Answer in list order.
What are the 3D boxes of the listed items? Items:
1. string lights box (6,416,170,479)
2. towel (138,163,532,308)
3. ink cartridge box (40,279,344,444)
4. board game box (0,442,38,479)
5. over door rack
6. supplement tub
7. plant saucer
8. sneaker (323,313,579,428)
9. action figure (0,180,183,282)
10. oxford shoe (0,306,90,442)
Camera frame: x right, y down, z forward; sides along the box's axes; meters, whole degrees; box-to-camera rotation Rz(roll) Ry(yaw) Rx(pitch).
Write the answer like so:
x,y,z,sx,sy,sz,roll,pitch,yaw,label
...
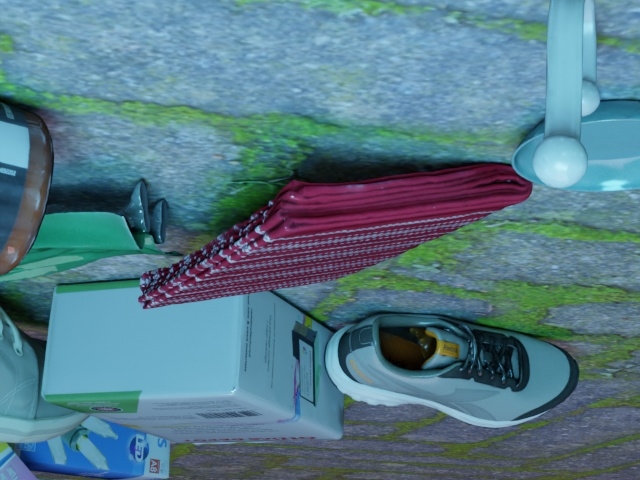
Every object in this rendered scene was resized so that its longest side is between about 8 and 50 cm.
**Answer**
x,y,z,sx,sy,sz,roll,pitch,yaw,label
-0.311,0.225,1.488,0.076,0.133,0.259,-17,155,41,string lights box
0.000,0.000,0.856,0.199,0.031,0.275,-7,170,-30,towel
-0.114,0.127,1.185,0.201,0.117,0.278,-5,161,20,ink cartridge box
-0.470,0.231,1.349,0.242,0.064,0.316,-13,120,38,board game box
0.183,-0.079,0.394,0.239,0.108,0.324,-4,180,16,over door rack
-0.260,-0.046,0.667,0.198,0.106,0.106,14,159,-34,supplement tub
0.177,-0.059,0.724,0.119,0.021,0.119,2,162,1,plant saucer
0.145,0.129,1.206,0.271,0.100,0.108,7,156,-17,sneaker
-0.232,-0.004,0.867,0.232,0.063,0.137,-5,164,9,action figure
-0.342,0.094,1.087,0.169,0.130,0.449,29,-177,30,oxford shoe
